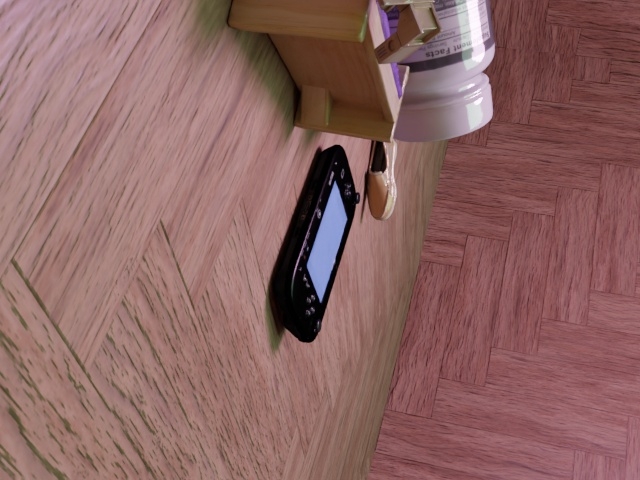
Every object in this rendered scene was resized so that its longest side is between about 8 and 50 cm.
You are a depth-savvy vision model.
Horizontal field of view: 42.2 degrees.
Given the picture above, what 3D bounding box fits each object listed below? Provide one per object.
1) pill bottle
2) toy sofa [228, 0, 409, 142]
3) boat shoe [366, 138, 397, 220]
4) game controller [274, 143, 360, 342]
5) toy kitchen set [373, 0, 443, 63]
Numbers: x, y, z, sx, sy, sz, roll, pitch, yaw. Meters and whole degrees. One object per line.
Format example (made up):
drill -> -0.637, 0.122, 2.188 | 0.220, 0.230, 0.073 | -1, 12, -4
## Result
pill bottle -> 0.150, -0.345, 1.240 | 0.204, 0.204, 0.361 | -60, 142, -57
toy sofa -> 0.021, -0.264, 1.023 | 0.362, 0.150, 0.177 | 49, 53, -74
boat shoe -> 0.127, -0.140, 1.825 | 0.072, 0.068, 0.190 | 8, 82, -66
game controller -> 0.000, 0.000, 1.325 | 0.166, 0.067, 0.319 | 83, 20, -53
toy kitchen set -> 0.067, -0.236, 0.859 | 0.068, 0.075, 0.083 | -14, 82, -35
